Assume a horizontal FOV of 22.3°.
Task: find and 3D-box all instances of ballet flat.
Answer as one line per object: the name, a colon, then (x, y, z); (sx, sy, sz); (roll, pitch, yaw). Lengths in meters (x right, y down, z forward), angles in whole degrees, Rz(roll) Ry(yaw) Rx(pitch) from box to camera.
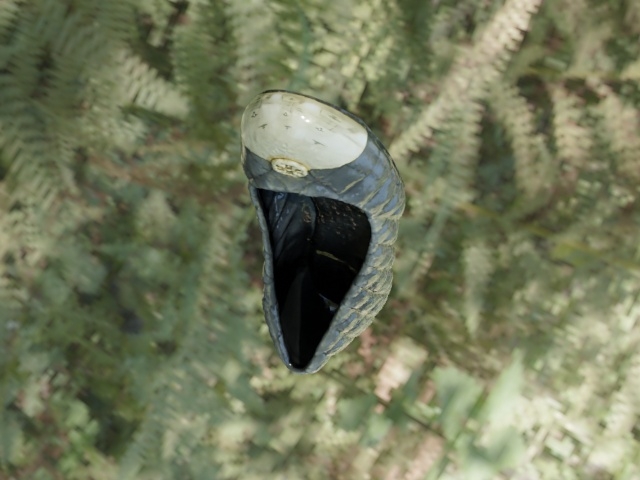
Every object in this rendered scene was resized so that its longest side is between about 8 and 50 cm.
ballet flat: (0.000, 0.000, 0.595); (0.173, 0.057, 0.049); (78, 33, -62)
